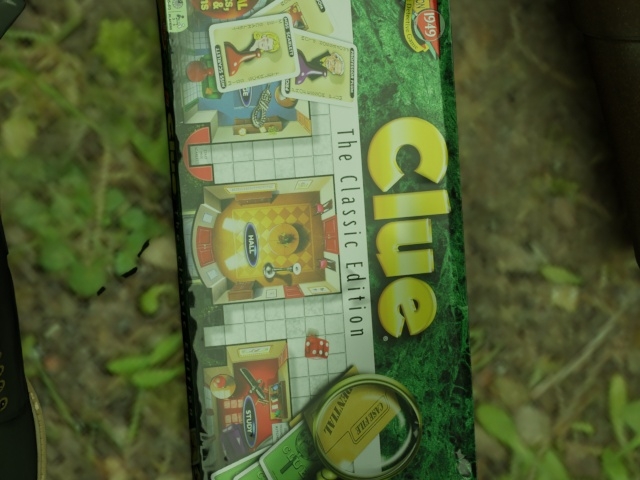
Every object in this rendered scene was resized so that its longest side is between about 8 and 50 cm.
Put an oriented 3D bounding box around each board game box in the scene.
[{"bbox_3d":[0.000,0.000,0.813,0.136,0.030,0.260,-6,95,-16],"label":"board game box"}]

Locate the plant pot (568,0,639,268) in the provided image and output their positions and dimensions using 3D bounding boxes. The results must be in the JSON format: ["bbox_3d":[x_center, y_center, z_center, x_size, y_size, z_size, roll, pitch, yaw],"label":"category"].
[{"bbox_3d":[0.196,-0.069,0.798,0.167,0.167,0.165,-14,104,-13],"label":"plant pot"}]

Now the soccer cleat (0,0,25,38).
[{"bbox_3d":[-0.111,-0.233,0.722,0.143,0.116,0.331,36,85,-14],"label":"soccer cleat"}]

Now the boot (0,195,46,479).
[{"bbox_3d":[-0.152,0.057,0.720,0.076,0.137,0.198,-12,97,-13],"label":"boot"}]
